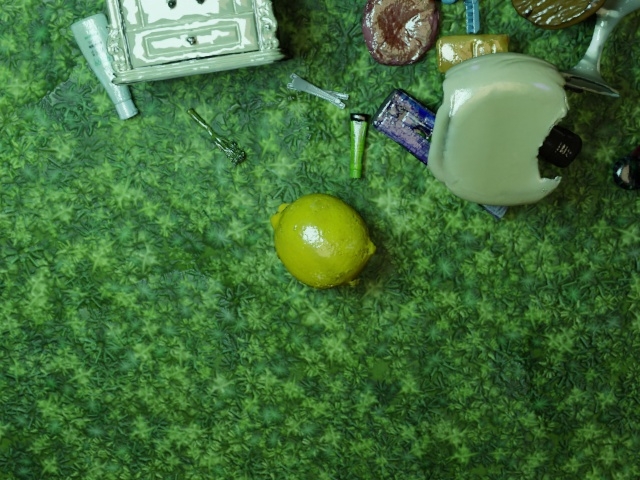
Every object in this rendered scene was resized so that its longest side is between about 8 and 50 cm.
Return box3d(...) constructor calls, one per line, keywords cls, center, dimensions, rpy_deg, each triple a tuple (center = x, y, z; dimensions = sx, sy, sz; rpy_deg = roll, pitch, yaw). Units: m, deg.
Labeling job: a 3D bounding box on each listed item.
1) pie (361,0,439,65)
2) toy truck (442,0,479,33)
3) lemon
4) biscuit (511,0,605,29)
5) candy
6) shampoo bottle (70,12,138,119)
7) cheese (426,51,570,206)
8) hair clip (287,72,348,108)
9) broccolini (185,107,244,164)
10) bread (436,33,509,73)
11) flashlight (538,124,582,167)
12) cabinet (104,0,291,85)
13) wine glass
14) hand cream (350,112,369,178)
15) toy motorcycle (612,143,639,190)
box3d(cls="pie", center=(0.145, -0.392, 1.413), dimensions=(0.153, 0.038, 0.154), rpy_deg=(0, 106, 0))
box3d(cls="toy truck", center=(0.244, -0.438, 1.393), dimensions=(0.074, 0.063, 0.136), rpy_deg=(-10, 107, -17))
box3d(cls="lemon", center=(0.000, 0.000, 1.445), dimensions=(0.206, 0.173, 0.173), rpy_deg=(31, 102, 3))
box3d(cls="biscuit", center=(0.420, -0.464, 1.329), dimensions=(0.036, 0.212, 0.212), rpy_deg=(8, 109, -47))
box3d(cls="candy", center=(0.240, -0.163, 1.457), dimensions=(0.312, 0.061, 0.088), rpy_deg=(36, 103, -8))
box3d(cls="shampoo bottle", center=(-0.392, -0.317, 1.438), dimensions=(0.069, 0.041, 0.191), rpy_deg=(-21, 103, 0))
box3d(cls="cheese", center=(0.304, -0.186, 1.331), dimensions=(0.233, 0.127, 0.266), rpy_deg=(9, 122, -1))
box3d(cls="hair clip", center=(-0.005, -0.276, 1.445), dimensions=(0.115, 0.039, 0.030), rpy_deg=(19, 109, -6))
box3d(cls="broccolini", center=(-0.197, -0.202, 1.474), dimensions=(0.035, 0.030, 0.140), rpy_deg=(-43, 95, 2))
box3d(cls="bread", center=(0.276, -0.337, 1.412), dimensions=(0.132, 0.053, 0.074), rpy_deg=(3, 103, 11))
box3d(cls="flashlight", center=(0.370, -0.214, 1.435), dimensions=(0.232, 0.093, 0.093), rpy_deg=(28, 103, -11))
box3d(cls="cabinet", center=(-0.216, -0.442, 1.310), dimensions=(0.290, 0.227, 0.318), rpy_deg=(-7, 104, 3))
box3d(cls="wine glass", center=(0.509, -0.412, 1.357), dimensions=(0.143, 0.143, 0.321), rpy_deg=(15, 102, -3))
box3d(cls="hand cream", center=(0.070, -0.179, 1.474), dimensions=(0.036, 0.023, 0.122), rpy_deg=(5, 103, 11))
box3d(cls="toy motorcycle", center=(0.651, -0.159, 1.440), dimensions=(0.122, 0.082, 0.213), rpy_deg=(42, 102, -8))
